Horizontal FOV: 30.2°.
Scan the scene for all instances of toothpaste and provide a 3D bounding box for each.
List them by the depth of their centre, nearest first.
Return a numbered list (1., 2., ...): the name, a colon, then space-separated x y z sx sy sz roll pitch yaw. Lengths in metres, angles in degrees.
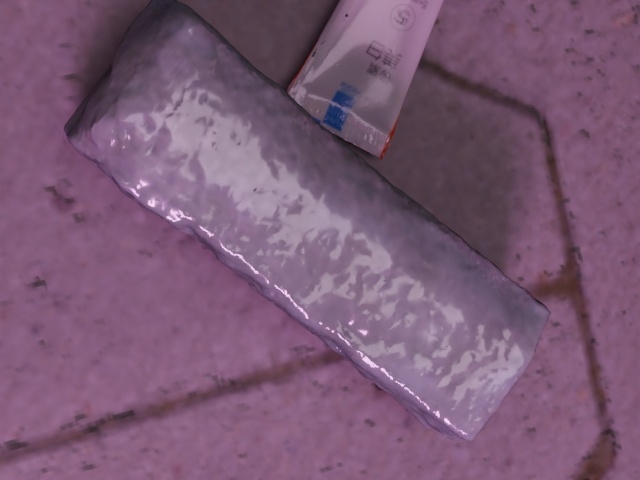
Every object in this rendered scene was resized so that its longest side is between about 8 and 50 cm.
1. toothpaste: 0.044 -0.128 0.474 0.048 0.031 0.190 26 86 -20

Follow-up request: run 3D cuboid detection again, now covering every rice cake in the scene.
1. rice cake: 0.000 0.000 0.443 0.206 0.063 0.069 41 81 -15
